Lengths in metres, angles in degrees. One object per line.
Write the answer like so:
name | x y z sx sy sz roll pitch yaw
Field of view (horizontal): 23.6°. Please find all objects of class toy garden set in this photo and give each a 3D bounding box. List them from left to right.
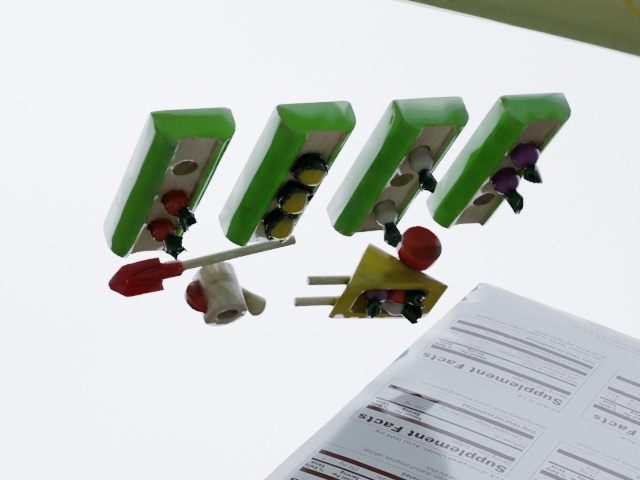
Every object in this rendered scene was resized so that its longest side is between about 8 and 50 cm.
toy garden set | 0.000 0.000 0.866 0.244 0.204 0.049 -5 -120 -26

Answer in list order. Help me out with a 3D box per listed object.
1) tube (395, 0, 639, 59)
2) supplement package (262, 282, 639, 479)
tube | 0.094 -0.080 0.408 0.240 0.062 0.070 15 -118 -25
supplement package | 0.070 0.158 0.600 0.149 0.203 0.194 20 -60 23
